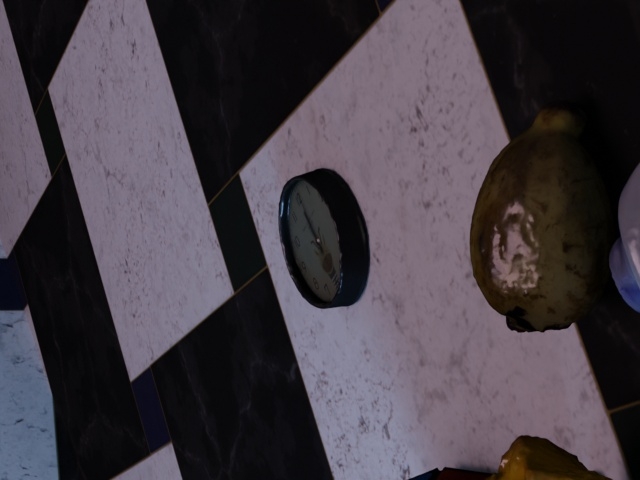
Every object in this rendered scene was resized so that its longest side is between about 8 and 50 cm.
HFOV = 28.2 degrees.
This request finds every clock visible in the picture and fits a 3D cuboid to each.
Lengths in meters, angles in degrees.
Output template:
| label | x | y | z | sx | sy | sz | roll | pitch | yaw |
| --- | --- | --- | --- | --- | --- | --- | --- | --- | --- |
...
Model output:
| label | x | y | z | sx | sy | sz | roll | pitch | yaw |
| --- | --- | --- | --- | --- | --- | --- | --- | --- | --- |
| clock | 0.000 | 0.000 | 1.643 | 0.184 | 0.040 | 0.185 | 35 | 131 | 53 |

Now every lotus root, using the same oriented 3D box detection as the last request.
| label | x | y | z | sx | sy | sz | roll | pitch | yaw |
| --- | --- | --- | --- | --- | --- | --- | --- | --- | --- |
| lotus root | 0.201 | -0.021 | 1.160 | 0.138 | 0.138 | 0.214 | 8 | 97 | 62 |

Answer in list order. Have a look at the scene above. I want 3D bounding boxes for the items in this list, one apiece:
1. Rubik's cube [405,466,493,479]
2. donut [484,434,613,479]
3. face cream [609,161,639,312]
| label | x | y | z | sx | sy | sz | roll | pitch | yaw |
| --- | --- | --- | --- | --- | --- | --- | --- | --- | --- |
| Rubik's cube | 0.129 | 0.394 | 1.327 | 0.246 | 0.248 | 0.250 | -10 | 93 | 64 |
| donut | 0.201 | 0.415 | 1.086 | 0.163 | 0.435 | 0.377 | 10 | 150 | 51 |
| face cream | 0.369 | -0.036 | 0.865 | 0.420 | 0.137 | 0.235 | -30 | 72 | 50 |
